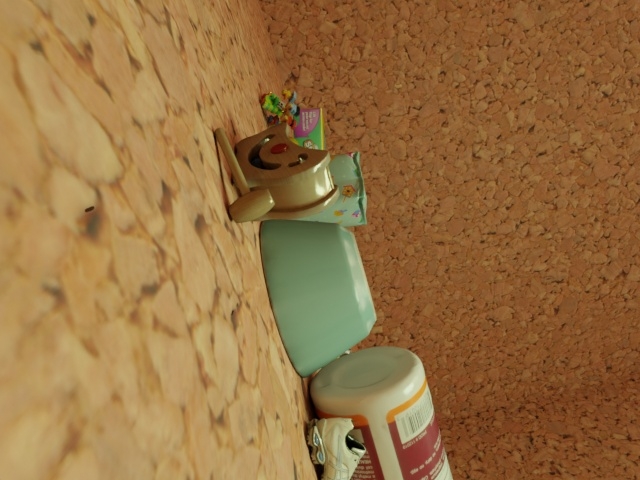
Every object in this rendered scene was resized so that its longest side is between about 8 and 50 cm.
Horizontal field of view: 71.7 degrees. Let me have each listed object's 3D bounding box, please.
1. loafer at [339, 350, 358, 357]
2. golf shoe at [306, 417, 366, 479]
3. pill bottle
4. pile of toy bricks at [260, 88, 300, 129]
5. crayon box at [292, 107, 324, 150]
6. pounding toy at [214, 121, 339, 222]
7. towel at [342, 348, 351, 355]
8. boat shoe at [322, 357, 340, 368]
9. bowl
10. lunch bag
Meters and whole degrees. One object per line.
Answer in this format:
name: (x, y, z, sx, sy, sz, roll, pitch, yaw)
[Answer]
loafer: (0.094, 0.401, 1.116, 0.112, 0.111, 0.319, 48, 14, -27)
golf shoe: (0.037, 0.371, 0.726, 0.069, 0.086, 0.176, -99, 175, -74)
pill bottle: (0.134, 0.431, 0.862, 0.224, 0.224, 0.392, -80, 155, -82)
pile of toy bricks: (-0.137, -0.404, 1.351, 0.105, 0.118, 0.212, 26, 46, -30)
crayon box: (-0.033, -0.252, 1.557, 0.313, 0.106, 0.363, -61, 150, -84)
pounding toy: (-0.065, -0.130, 0.695, 0.269, 0.154, 0.155, -101, 175, -54)
towel: (0.129, 0.549, 1.835, 0.285, 0.034, 0.209, 63, 13, -74)
boat shoe: (0.031, 0.275, 1.132, 0.068, 0.072, 0.190, 64, 11, -71)
bowl: (0.009, 0.090, 0.859, 0.311, 0.163, 0.312, -15, 90, -87)
lunch bag: (0.007, -0.103, 1.145, 0.262, 0.223, 0.160, 67, 15, -72)
